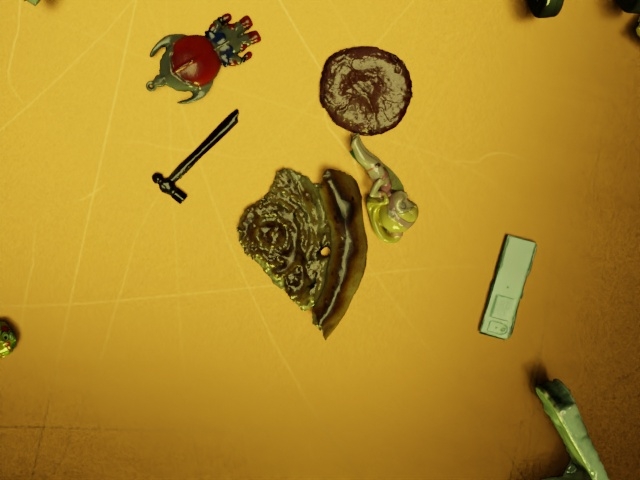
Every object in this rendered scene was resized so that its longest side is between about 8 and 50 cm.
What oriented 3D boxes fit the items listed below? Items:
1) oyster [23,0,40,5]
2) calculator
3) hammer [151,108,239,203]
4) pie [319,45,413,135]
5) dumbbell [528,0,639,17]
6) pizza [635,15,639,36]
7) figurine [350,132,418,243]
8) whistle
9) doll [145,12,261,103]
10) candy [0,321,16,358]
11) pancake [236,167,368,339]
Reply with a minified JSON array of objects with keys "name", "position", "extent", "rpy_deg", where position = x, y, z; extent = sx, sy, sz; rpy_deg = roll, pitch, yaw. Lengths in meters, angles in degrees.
[{"name":"oyster","position":[-0.430,-0.519,1.645],"extent":[0.158,0.162,0.350],"rpy_deg":[-9,98,17]},{"name":"calculator","position":[0.310,0.079,1.875],"extent":[0.057,0.018,0.172],"rpy_deg":[14,97,-8]},{"name":"hammer","position":[-0.187,-0.138,1.801],"extent":[0.065,0.021,0.178],"rpy_deg":[44,90,-10]},{"name":"pie","position":[0.072,-0.237,1.796],"extent":[0.154,0.038,0.153],"rpy_deg":[0,99,-3]},{"name":"dumbbell","position":[0.417,-0.417,1.745],"extent":[0.326,0.143,0.143],"rpy_deg":[-4,99,-4]},{"name":"pizza","position":[0.676,-0.352,1.812],"extent":[0.268,0.087,0.258],"rpy_deg":[38,97,-12]},{"name":"figurine","position":[0.092,-0.083,1.809],"extent":[0.083,0.083,0.187],"rpy_deg":[-32,106,0]},{"name":"whistle","position":[0.431,0.431,1.864],"extent":[0.188,0.168,0.404],"rpy_deg":[4,99,-5]},{"name":"doll","position":[-0.186,-0.284,1.759],"extent":[0.195,0.062,0.104],"rpy_deg":[-32,117,-8]},{"name":"candy","position":[-0.584,0.160,1.802],"extent":[0.201,0.060,0.060],"rpy_deg":[-2,99,4]},{"name":"pancake","position":[0.000,0.000,1.817],"extent":[0.212,0.056,0.257],"rpy_deg":[-40,100,2]}]
